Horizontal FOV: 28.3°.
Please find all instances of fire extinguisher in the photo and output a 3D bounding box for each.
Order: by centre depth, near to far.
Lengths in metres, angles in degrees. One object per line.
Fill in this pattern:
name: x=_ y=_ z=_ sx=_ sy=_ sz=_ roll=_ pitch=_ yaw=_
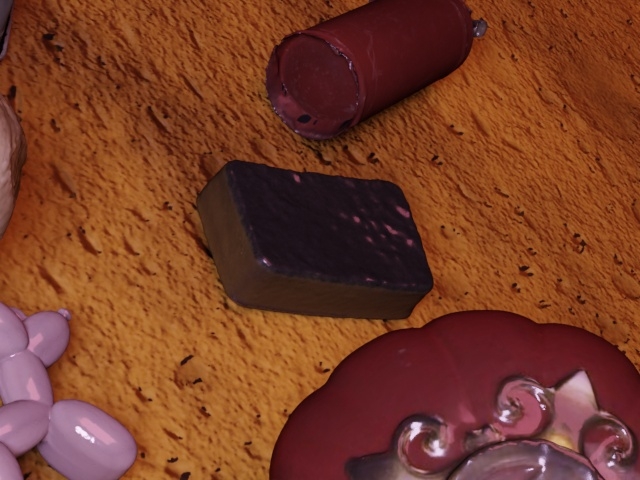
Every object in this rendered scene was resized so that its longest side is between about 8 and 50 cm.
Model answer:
fire extinguisher: x=0.062 y=-0.207 z=1.303 sx=0.147 sy=0.106 sz=0.337 roll=26 pitch=33 yaw=22

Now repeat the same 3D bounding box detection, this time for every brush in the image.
brush: x=0.000 y=0.000 z=1.077 sx=0.197 sy=0.059 sz=0.123 roll=6 pitch=52 yaw=-35

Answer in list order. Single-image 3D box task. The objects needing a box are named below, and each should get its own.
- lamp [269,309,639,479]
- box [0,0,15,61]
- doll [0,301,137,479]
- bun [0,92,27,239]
lamp: x=0.107 y=0.195 z=0.816 sx=0.303 sy=0.257 sz=0.303 roll=0 pitch=77 yaw=-2
box: x=-0.297 y=-0.238 z=1.035 sx=0.124 sy=0.093 sz=0.172 roll=18 pitch=44 yaw=-25
doll: x=-0.200 y=0.104 z=0.819 sx=0.160 sy=0.059 sz=0.161 roll=51 pitch=40 yaw=10
bun: x=-0.293 y=-0.075 z=0.783 sx=0.259 sy=0.259 sz=0.160 roll=43 pitch=74 yaw=3
